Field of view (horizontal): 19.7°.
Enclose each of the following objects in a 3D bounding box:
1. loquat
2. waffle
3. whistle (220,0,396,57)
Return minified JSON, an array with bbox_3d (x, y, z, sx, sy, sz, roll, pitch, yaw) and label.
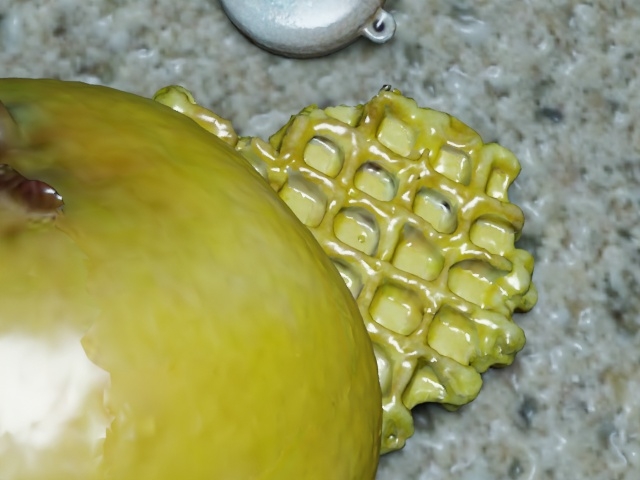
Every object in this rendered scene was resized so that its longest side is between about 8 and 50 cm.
[{"bbox_3d":[-0.133,0.098,0.847,0.328,0.359,0.328,-5,30,3],"label":"loquat"},{"bbox_3d":[0.000,0.000,1.046,0.253,0.056,0.249,-30,79,-19],"label":"waffle"},{"bbox_3d":[-0.043,-0.186,1.110,0.220,0.057,0.107,38,79,8],"label":"whistle"}]
